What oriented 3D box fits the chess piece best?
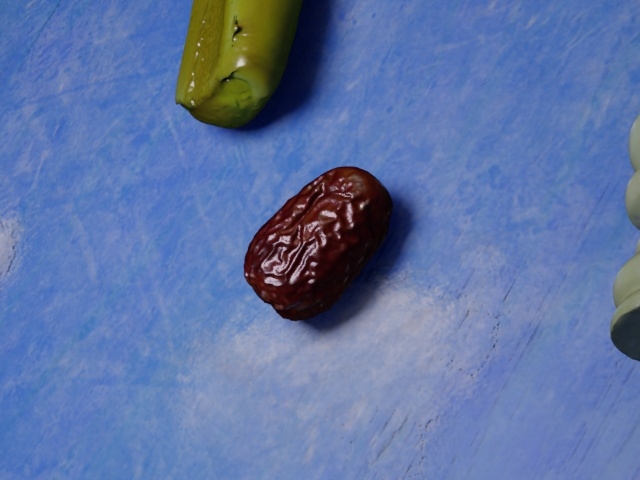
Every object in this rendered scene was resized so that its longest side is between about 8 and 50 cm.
[{"bbox_3d":[0.340,-0.022,1.349,0.144,0.144,0.251,-10,55,26],"label":"chess piece"}]

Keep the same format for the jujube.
[{"bbox_3d":[0.000,0.000,1.541,0.112,0.109,0.176,42,87,4],"label":"jujube"}]

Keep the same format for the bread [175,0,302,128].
[{"bbox_3d":[-0.071,-0.310,1.732,0.166,0.112,0.383,-23,51,52],"label":"bread"}]
